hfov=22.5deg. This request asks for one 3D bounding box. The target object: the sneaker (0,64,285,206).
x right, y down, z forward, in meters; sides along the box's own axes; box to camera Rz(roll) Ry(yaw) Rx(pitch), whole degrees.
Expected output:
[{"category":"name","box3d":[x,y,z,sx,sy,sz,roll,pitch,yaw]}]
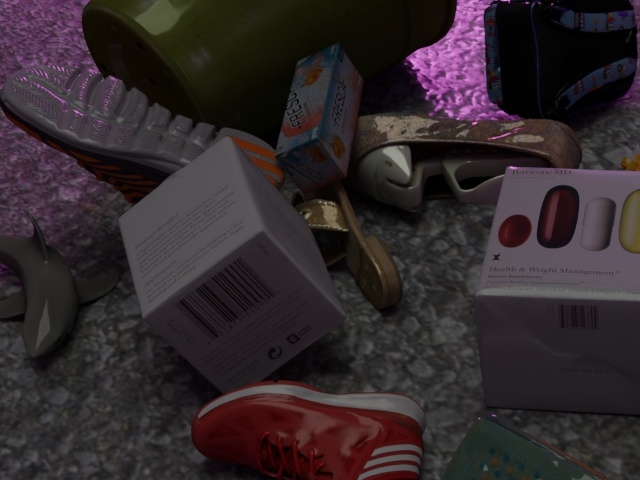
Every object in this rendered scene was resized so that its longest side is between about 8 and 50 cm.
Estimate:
[{"category":"sneaker","box3d":[-0.210,-0.062,1.760,0.321,0.180,0.124,24,42,-1]}]

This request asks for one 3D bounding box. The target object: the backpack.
[{"category":"backpack","box3d":[0.296,-0.231,1.932,0.173,0.158,0.117,-17,17,-33]}]

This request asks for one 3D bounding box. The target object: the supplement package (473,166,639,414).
[{"category":"supplement package","box3d":[0.263,0.047,1.561,0.194,0.149,0.203,2,39,15]}]

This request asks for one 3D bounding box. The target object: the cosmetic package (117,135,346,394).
[{"category":"cosmetic package","box3d":[-0.092,0.027,1.620,0.151,0.151,0.184,-36,35,10]}]

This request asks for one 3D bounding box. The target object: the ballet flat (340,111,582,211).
[{"category":"ballet flat","box3d":[0.135,-0.084,1.808,0.316,0.107,0.106,-4,44,9]}]

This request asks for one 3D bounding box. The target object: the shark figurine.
[{"category":"shark figurine","box3d":[-0.340,0.011,1.770,0.278,0.116,0.166,27,48,36]}]

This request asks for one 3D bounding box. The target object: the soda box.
[{"category":"soda box","box3d":[0.000,-0.136,1.780,0.058,0.063,0.183,-21,34,25]}]

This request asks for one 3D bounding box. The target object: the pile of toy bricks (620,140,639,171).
[{"category":"pile of toy bricks","box3d":[0.399,-0.023,1.681,0.212,0.118,0.105,24,89,17]}]

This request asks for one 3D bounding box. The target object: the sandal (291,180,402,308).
[{"category":"sandal","box3d":[0.000,-0.005,1.738,0.079,0.088,0.240,-16,41,-20]}]

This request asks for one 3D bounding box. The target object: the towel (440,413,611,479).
[{"category":"towel","box3d":[0.200,0.321,1.220,0.370,0.040,0.271,27,75,36]}]

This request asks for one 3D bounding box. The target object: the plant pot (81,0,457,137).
[{"category":"plant pot","box3d":[-0.087,-0.288,1.956,0.353,0.366,0.366,-40,46,-20]}]

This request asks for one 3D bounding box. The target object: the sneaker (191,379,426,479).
[{"category":"sneaker","box3d":[-0.014,0.199,1.469,0.221,0.087,0.128,-5,35,7]}]
